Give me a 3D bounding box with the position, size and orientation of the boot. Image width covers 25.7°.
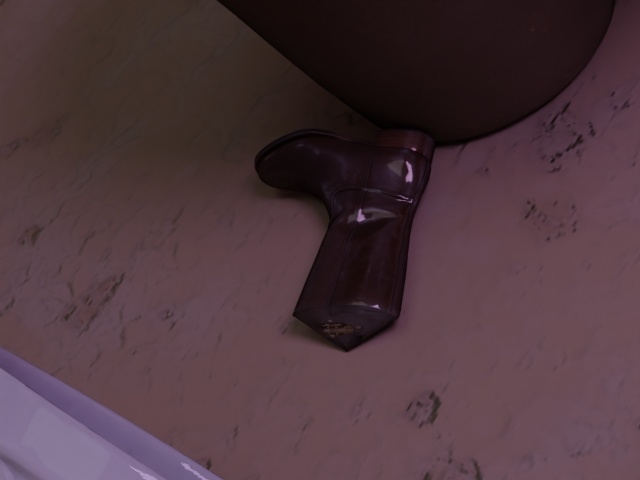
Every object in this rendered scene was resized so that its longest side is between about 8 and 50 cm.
[{"bbox_3d":[0.000,0.000,0.686,0.106,0.037,0.114,-7,55,33],"label":"boot"}]

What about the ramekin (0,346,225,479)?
[{"bbox_3d":[-0.078,0.127,0.504,0.207,0.207,0.109,25,79,45],"label":"ramekin"}]

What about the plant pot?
[{"bbox_3d":[0.031,-0.173,0.669,0.263,0.229,0.263,-19,45,20],"label":"plant pot"}]
